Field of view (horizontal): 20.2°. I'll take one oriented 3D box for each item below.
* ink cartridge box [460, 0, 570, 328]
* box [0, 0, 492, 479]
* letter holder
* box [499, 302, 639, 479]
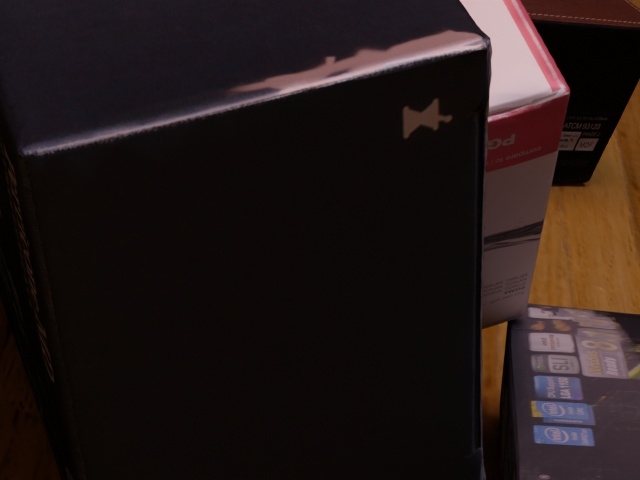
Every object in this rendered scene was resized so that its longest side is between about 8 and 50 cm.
[{"bbox_3d":[0.062,-0.063,1.040,0.092,0.218,0.158,-17,57,-10],"label":"ink cartridge box"},{"bbox_3d":[-0.081,-0.066,0.957,0.212,0.293,0.395,-15,41,-14],"label":"box"},{"bbox_3d":[0.077,-0.164,1.433,0.302,0.152,0.214,-2,36,-38],"label":"letter holder"},{"bbox_3d":[0.255,0.149,0.955,0.318,0.097,0.395,4,17,5],"label":"box"}]
